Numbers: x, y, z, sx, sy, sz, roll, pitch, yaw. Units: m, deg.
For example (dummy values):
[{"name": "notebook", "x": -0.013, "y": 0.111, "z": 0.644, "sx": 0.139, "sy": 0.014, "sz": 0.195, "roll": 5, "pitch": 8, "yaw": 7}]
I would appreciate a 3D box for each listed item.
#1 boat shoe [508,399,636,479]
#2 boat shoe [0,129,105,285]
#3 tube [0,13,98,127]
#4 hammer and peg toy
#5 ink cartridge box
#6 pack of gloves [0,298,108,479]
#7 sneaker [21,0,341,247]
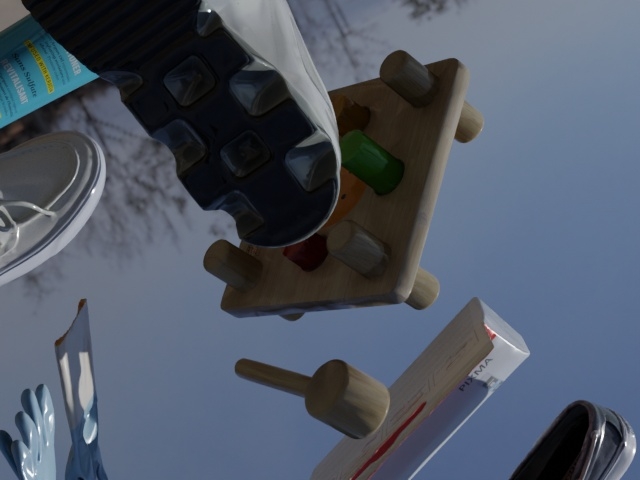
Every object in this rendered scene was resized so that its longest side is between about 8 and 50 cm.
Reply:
[{"name": "boat shoe", "x": 0.240, "y": 0.314, "z": 1.454, "sx": 0.301, "sy": 0.102, "sz": 0.108, "roll": -55, "pitch": -138, "yaw": 7}, {"name": "boat shoe", "x": -0.398, "y": -0.025, "z": 1.393, "sx": 0.367, "sy": 0.136, "sz": 0.156, "roll": -34, "pitch": 160, "yaw": -16}, {"name": "tube", "x": -0.190, "y": -0.135, "z": 0.913, "sx": 0.207, "sy": 0.080, "sz": 0.052, "roll": -37, "pitch": -146, "yaw": -28}, {"name": "hammer and peg toy", "x": 0.000, "y": 0.000, "z": 1.241, "sx": 0.266, "sy": 0.127, "sz": 0.361, "roll": -7, "pitch": -122, "yaw": 48}, {"name": "ink cartridge box", "x": 0.106, "y": 0.219, "z": 1.418, "sx": 0.308, "sy": 0.091, "sz": 0.385, "roll": -47, "pitch": 180, "yaw": 6}, {"name": "pack of gloves", "x": -0.236, "y": 0.197, "z": 1.110, "sx": 0.046, "sy": 0.232, "sz": 0.195, "roll": 1, "pitch": -153, "yaw": 5}, {"name": "sneaker", "x": -0.096, "y": -0.157, "z": 0.825, "sx": 0.122, "sy": 0.331, "sz": 0.146, "roll": -26, "pitch": -162, "yaw": 20}]
